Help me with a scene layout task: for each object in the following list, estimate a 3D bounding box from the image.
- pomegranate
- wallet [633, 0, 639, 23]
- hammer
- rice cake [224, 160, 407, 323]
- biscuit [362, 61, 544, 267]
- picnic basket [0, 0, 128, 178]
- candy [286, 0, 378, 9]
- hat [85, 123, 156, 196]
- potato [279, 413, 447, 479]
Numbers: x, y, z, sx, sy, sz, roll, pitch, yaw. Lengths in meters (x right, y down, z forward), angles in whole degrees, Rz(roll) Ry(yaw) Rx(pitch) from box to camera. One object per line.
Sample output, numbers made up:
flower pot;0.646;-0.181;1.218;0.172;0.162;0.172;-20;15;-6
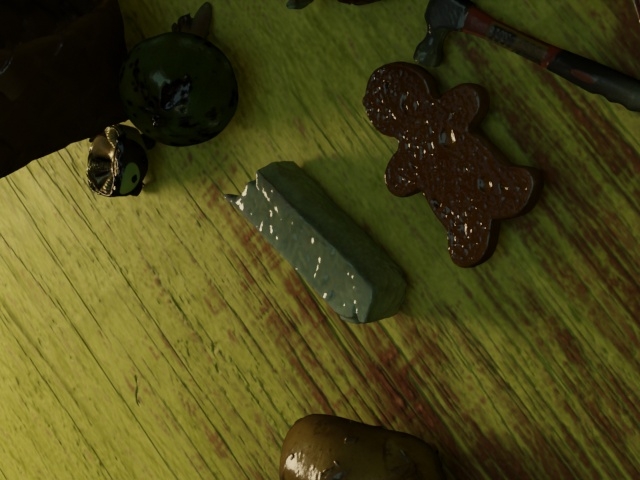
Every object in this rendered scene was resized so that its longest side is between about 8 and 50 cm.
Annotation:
pomegranate;-0.137;-0.166;1.803;0.122;0.122;0.161;-18;48;38
wallet;0.348;-0.200;1.455;0.196;0.020;0.103;-19;84;30
hammer;0.208;-0.156;1.576;0.288;0.033;0.111;30;114;30
rice cake;0.000;0.001;1.738;0.206;0.069;0.063;47;123;26
biscuit;0.115;-0.084;1.658;0.205;0.031;0.138;50;122;21
picnic basket;-0.367;-0.248;1.830;0.337;0.293;0.337;24;129;33
candy;0.047;-0.246;1.676;0.182;0.053;0.046;-9;78;38
hat;-0.206;-0.084;1.889;0.076;0.059;0.077;12;99;52
potato;0.035;0.232;1.706;0.176;0.137;0.137;7;100;39
